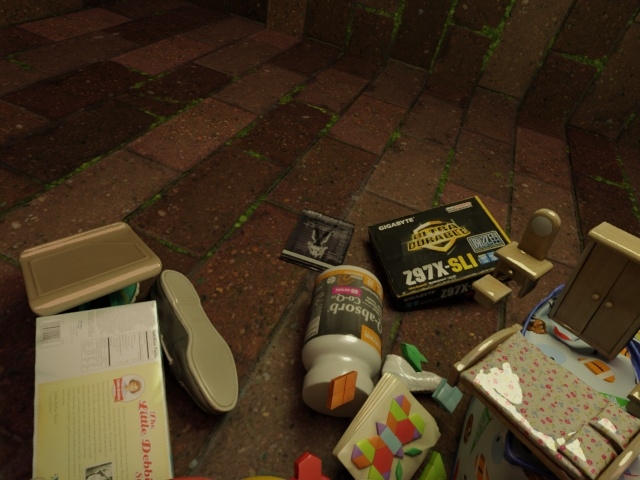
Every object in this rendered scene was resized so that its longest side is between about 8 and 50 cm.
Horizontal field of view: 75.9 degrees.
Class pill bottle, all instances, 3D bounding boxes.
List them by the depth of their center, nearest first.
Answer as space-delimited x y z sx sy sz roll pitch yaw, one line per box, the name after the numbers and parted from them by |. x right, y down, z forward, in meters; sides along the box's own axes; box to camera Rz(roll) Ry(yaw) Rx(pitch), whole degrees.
0.047 0.198 0.845 0.162 0.162 0.278 12 42 -2 | pill bottle

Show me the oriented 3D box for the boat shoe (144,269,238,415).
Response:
-0.266 0.209 0.821 0.112 0.095 0.335 19 29 -53 | boat shoe

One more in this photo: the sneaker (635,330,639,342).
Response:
0.823 0.191 1.107 0.081 0.094 0.208 -1 43 -14 | sneaker

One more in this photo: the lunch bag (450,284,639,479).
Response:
0.381 0.302 0.697 0.239 0.328 0.385 20 40 13 | lunch bag

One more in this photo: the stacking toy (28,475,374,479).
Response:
-0.095 0.396 0.483 0.479 0.351 0.351 -7 46 -29 | stacking toy

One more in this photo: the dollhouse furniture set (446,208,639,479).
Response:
0.281 0.118 0.527 0.355 0.174 0.303 -22 44 -28 | dollhouse furniture set

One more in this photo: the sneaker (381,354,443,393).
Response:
0.199 0.300 0.864 0.152 0.054 0.061 21 52 17 | sneaker

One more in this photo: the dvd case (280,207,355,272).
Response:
0.000 0.000 1.151 0.164 0.018 0.221 18 42 3 | dvd case

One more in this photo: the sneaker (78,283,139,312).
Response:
-0.441 0.110 0.850 0.107 0.110 0.275 -3 44 -18 | sneaker

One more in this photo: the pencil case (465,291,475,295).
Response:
0.407 0.058 1.147 0.098 0.095 0.209 13 42 -23 | pencil case

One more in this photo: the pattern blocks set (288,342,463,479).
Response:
0.114 0.340 0.696 0.285 0.026 0.325 39 66 -15 | pattern blocks set

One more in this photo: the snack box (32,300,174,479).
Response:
-0.349 0.270 0.665 0.187 0.060 0.322 -6 66 -20 | snack box

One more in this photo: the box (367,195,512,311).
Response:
0.315 0.027 1.085 0.322 0.079 0.257 -15 48 0 | box

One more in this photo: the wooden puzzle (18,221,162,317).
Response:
-0.460 0.050 0.818 0.221 0.044 0.238 -23 37 -31 | wooden puzzle
